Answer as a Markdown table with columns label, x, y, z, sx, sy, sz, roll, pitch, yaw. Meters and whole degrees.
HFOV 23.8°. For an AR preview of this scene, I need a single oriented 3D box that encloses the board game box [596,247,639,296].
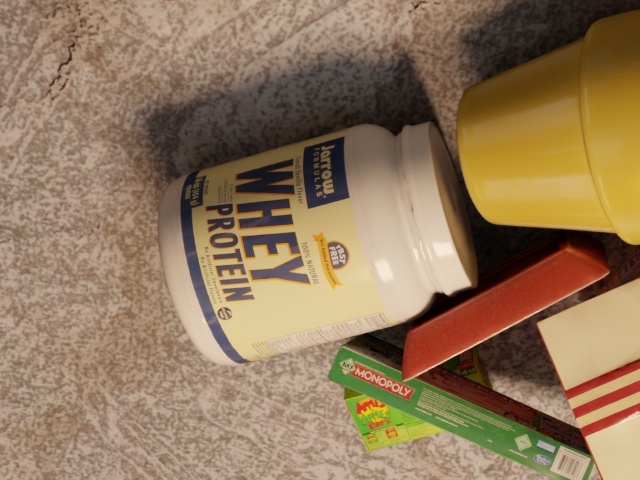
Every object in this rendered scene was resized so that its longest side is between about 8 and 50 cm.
| label | x | y | z | sx | sy | sz | roll | pitch | yaw |
| --- | --- | --- | --- | --- | --- | --- | --- | --- | --- |
| board game box | 0.438 | 0.076 | 1.898 | 0.154 | 0.026 | 0.103 | 31 | 118 | -14 |

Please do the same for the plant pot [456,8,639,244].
| label | x | y | z | sx | sy | sz | roll | pitch | yaw |
| --- | --- | --- | --- | --- | --- | --- | --- | --- | --- |
| plant pot | 0.290 | -0.114 | 1.679 | 0.239 | 0.254 | 0.254 | -8 | 122 | 26 |

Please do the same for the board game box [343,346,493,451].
| label | x | y | z | sx | sy | sz | roll | pitch | yaw |
| --- | --- | --- | --- | --- | --- | --- | --- | --- | --- |
| board game box | 0.132 | 0.209 | 1.992 | 0.181 | 0.043 | 0.092 | -17 | 118 | 14 |

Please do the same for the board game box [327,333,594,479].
| label | x | y | z | sx | sy | sz | roll | pitch | yaw |
| --- | --- | --- | --- | --- | --- | --- | --- | --- | --- |
| board game box | 0.175 | 0.201 | 1.830 | 0.317 | 0.213 | 0.046 | 23 | 95 | 8 |

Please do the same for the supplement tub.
| label | x | y | z | sx | sy | sz | roll | pitch | yaw |
| --- | --- | --- | --- | --- | --- | --- | --- | --- | --- |
| supplement tub | 0.000 | 0.000 | 1.761 | 0.325 | 0.235 | 0.235 | -15 | 119 | 13 |

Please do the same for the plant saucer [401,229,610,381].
| label | x | y | z | sx | sy | sz | roll | pitch | yaw |
| --- | --- | --- | --- | --- | --- | --- | --- | --- | --- |
| plant saucer | 0.209 | 0.062 | 1.775 | 0.259 | 0.258 | 0.047 | -28 | 92 | 11 |

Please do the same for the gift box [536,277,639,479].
| label | x | y | z | sx | sy | sz | roll | pitch | yaw |
| --- | --- | --- | --- | --- | --- | --- | --- | --- | --- |
| gift box | 0.418 | 0.122 | 1.735 | 0.258 | 0.255 | 0.276 | -25 | 84 | 21 |
